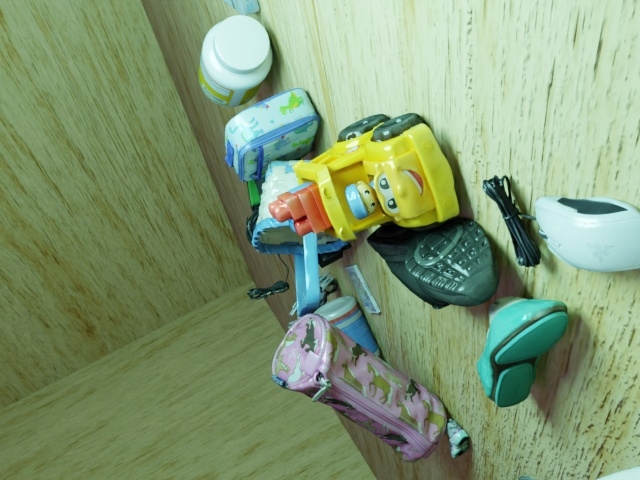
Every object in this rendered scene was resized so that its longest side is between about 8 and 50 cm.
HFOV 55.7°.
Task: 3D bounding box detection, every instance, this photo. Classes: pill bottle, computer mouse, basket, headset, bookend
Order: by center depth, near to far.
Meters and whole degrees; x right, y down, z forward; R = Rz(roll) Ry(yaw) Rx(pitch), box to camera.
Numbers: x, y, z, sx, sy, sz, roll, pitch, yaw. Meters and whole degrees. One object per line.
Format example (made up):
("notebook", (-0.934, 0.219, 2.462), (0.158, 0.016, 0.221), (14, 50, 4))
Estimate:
("computer mouse", (0.225, -0.010, 0.572), (0.105, 0.042, 0.193), (67, 167, -13))
("basket", (-0.032, -0.001, 1.191), (0.255, 0.201, 0.288), (124, 147, -76))
("pill bottle", (-0.171, -0.360, 1.218), (0.136, 0.137, 0.246), (64, 167, -6))
("bookend", (0.000, 0.000, 1.432), (0.157, 0.072, 0.156), (57, 167, 22))
("pill bottle", (0.077, 0.264, 1.553), (0.221, 0.124, 0.124), (65, 167, -9))
("headset", (-0.179, -0.028, 1.835), (0.243, 0.185, 0.393), (177, 77, -77))

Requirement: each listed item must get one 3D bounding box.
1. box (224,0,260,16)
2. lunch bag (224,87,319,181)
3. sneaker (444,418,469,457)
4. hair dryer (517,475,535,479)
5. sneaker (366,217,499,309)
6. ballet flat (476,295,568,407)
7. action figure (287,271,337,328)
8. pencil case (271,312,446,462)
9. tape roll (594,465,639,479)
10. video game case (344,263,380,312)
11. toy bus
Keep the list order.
("box", (-0.184, -0.526, 1.154), (0.186, 0.038, 0.145), (52, 163, 45))
("lunch bag", (-0.098, -0.196, 1.175), (0.090, 0.176, 0.219), (63, 167, 7))
("sneaker", (0.275, 0.402, 1.256), (0.069, 0.038, 0.098), (54, 156, 40))
("hair dryer", (0.411, 0.520, 0.927), (0.223, 0.080, 0.293), (-16, -96, -86))
("sneaker", (0.166, 0.039, 0.825), (0.130, 0.109, 0.286), (56, 177, -17))
("ballet flat", (0.232, 0.121, 0.743), (0.247, 0.083, 0.087), (83, 171, -53))
("action figure", (0.000, 0.204, 1.653), (0.099, 0.185, 0.284), (26, 151, 51))
("pencil case", (0.086, 0.299, 1.206), (0.386, 0.167, 0.160), (38, 139, -28))
("tape roll", (0.217, 0.269, 0.382), (0.071, 0.392, 0.392), (62, 168, 3))
("video game case", (0.098, 0.114, 1.418), (0.121, 0.011, 0.087), (62, 167, 0))
("toy bus", (0.043, -0.065, 0.807), (0.149, 0.212, 0.220), (68, 165, -17))
